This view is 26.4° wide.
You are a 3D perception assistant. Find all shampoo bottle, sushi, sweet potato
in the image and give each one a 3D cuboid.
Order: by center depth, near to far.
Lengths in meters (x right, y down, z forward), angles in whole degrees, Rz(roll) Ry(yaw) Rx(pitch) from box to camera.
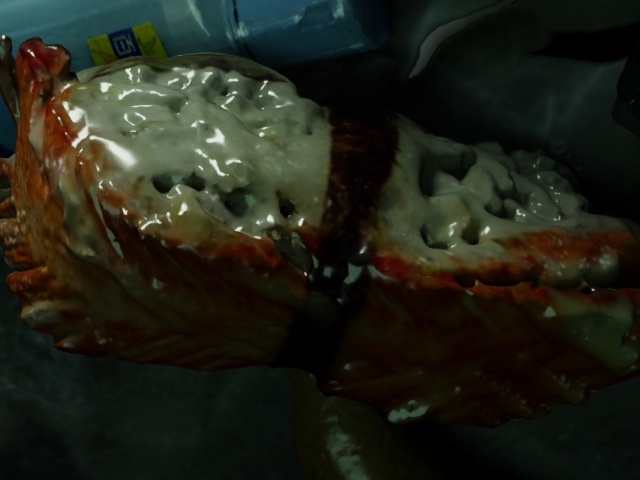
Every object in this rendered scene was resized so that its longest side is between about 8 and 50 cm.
[{"bbox_3d":[0.000,0.000,0.608,0.332,0.130,0.124,11,133,-12],"label":"sushi"},{"bbox_3d":[-0.090,-0.091,0.664,0.258,0.061,0.103,-10,118,27],"label":"shampoo bottle"},{"bbox_3d":[0.065,0.131,0.720,0.346,0.079,0.108,40,97,0],"label":"sweet potato"}]

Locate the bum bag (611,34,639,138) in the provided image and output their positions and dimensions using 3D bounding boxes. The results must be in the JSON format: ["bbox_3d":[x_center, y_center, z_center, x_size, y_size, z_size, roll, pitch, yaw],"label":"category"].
[{"bbox_3d":[0.181,-0.105,0.550,0.087,0.049,0.197,18,122,7],"label":"bum bag"}]
